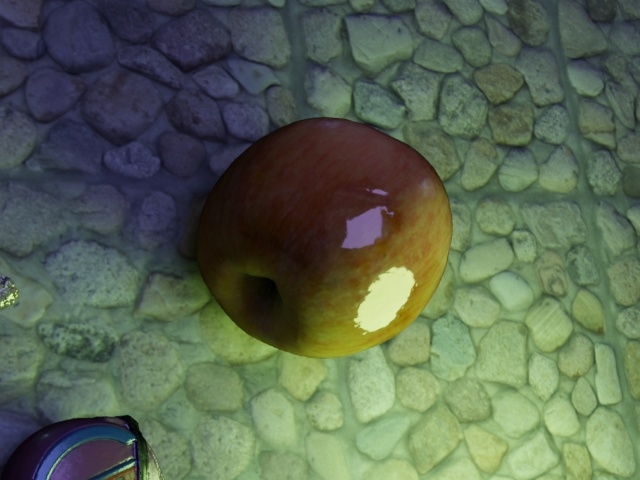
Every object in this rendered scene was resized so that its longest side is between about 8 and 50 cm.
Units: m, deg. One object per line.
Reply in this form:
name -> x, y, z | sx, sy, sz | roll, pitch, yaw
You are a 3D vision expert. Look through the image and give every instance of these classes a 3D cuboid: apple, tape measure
apple -> 0.000, 0.000, 1.760 | 0.391, 0.391, 0.346 | 46, 56, -11
tape measure -> -0.338, 0.377, 1.589 | 0.231, 0.149, 0.245 | -18, 92, -36

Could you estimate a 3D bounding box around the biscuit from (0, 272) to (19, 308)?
biscuit -> -0.567, 0.024, 1.624 | 0.133, 0.032, 0.250 | -42, 99, -32
